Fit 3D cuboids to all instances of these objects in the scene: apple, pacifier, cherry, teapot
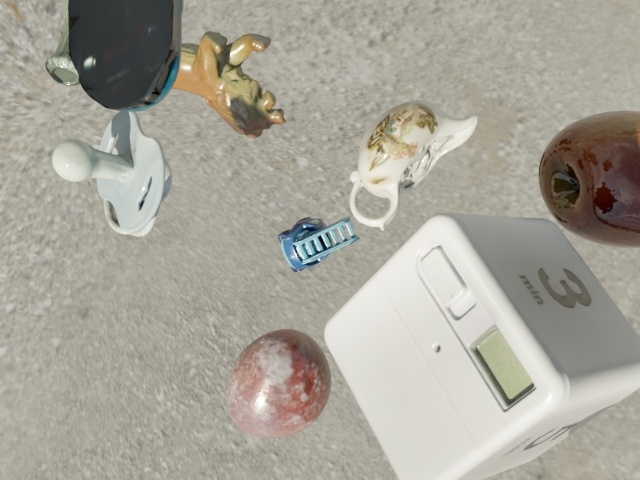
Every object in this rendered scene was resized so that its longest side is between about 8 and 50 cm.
[{"bbox_3d":[0.375,-0.074,0.993,0.168,0.181,0.181,-9,102,-22],"label":"apple"},{"bbox_3d":[-0.441,-0.142,1.640,0.233,0.299,0.244,12,114,-42],"label":"pacifier"},{"bbox_3d":[-0.093,0.321,1.746,0.236,0.213,0.285,-42,144,-47],"label":"cherry"},{"bbox_3d":[0.160,-0.158,1.516,0.139,0.204,0.298,41,90,20],"label":"teapot"}]

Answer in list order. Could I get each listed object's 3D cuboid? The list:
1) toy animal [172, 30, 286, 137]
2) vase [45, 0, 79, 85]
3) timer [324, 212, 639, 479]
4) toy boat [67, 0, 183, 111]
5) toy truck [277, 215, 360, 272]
[{"bbox_3d":[-0.192,-0.257,1.202,0.312,0.097,0.157,20,122,4],"label":"toy animal"},{"bbox_3d":[-0.379,-0.314,1.235,0.081,0.081,0.148,17,64,-20],"label":"vase"},{"bbox_3d":[0.156,0.102,0.751,0.195,0.192,0.194,1,140,-47],"label":"timer"},{"bbox_3d":[-0.187,-0.285,0.826,0.134,0.092,0.299,5,102,22],"label":"toy boat"},{"bbox_3d":[0.000,0.000,0.952,0.073,0.090,0.056,-34,104,-43],"label":"toy truck"}]
